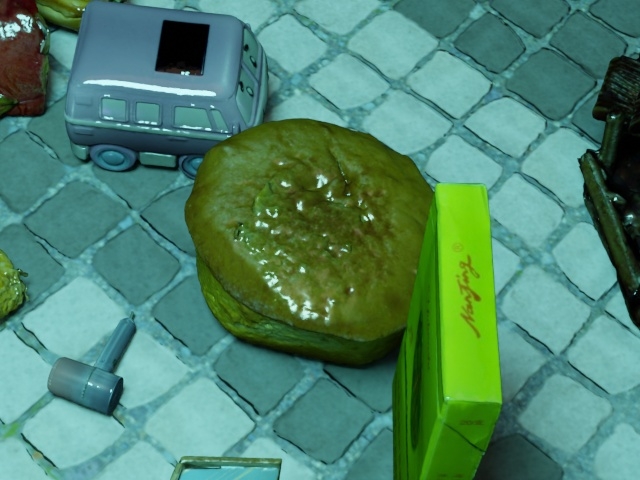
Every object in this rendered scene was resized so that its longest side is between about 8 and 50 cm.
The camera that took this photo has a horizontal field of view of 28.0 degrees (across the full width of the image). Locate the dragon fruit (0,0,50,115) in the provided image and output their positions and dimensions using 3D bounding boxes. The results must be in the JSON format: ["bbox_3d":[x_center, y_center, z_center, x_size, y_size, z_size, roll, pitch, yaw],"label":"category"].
[{"bbox_3d":[-0.367,-0.202,1.340,0.161,0.127,0.121,-13,52,-15],"label":"dragon fruit"}]

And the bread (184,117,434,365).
[{"bbox_3d":[0.000,0.000,1.237,0.268,0.146,0.269,5,56,-8],"label":"bread"}]

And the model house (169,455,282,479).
[{"bbox_3d":[-0.058,0.283,1.022,0.271,0.178,0.206,-32,63,-25],"label":"model house"}]

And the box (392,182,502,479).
[{"bbox_3d":[0.096,0.123,1.050,0.047,0.335,0.187,3,57,-1],"label":"box"}]

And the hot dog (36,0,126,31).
[{"bbox_3d":[-0.323,-0.304,1.441,0.249,0.068,0.100,29,71,15],"label":"hot dog"}]

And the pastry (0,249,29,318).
[{"bbox_3d":[-0.346,0.023,1.232,0.140,0.056,0.080,34,48,18],"label":"pastry"}]

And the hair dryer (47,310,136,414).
[{"bbox_3d":[-0.204,0.107,1.210,0.063,0.037,0.114,20,49,8],"label":"hair dryer"}]

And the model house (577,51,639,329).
[{"bbox_3d":[0.388,-0.075,1.245,0.297,0.283,0.317,29,58,12],"label":"model house"}]

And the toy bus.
[{"bbox_3d":[-0.155,-0.154,1.317,0.202,0.142,0.142,6,56,-3],"label":"toy bus"}]
